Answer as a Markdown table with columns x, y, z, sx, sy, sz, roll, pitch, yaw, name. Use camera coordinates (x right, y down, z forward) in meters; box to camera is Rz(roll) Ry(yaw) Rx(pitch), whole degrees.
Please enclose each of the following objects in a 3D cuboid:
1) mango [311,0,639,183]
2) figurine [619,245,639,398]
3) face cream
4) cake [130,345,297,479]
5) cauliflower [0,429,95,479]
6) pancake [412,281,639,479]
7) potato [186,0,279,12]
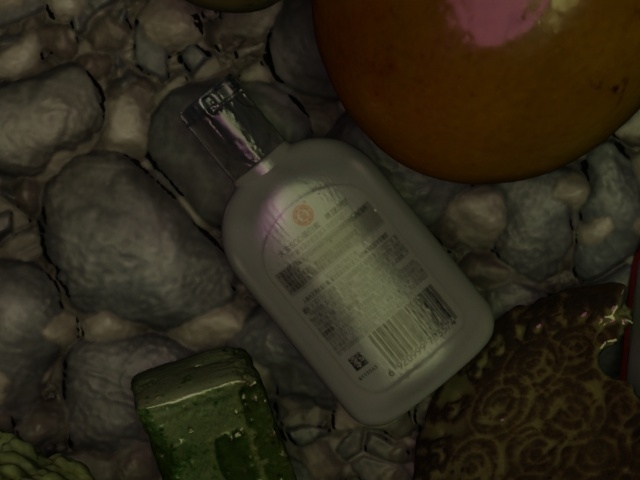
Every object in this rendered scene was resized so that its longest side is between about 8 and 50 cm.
| x | y | z | sx | sy | sz | roll | pitch | yaw | name |
| --- | --- | --- | --- | --- | --- | --- | --- | --- | --- |
| 0.146 | -0.260 | 1.251 | 0.232 | 0.300 | 0.445 | 3 | 107 | -50 | mango |
| 0.376 | 0.098 | 1.361 | 0.226 | 0.160 | 0.183 | 17 | 70 | -22 | figurine |
| 0.000 | 0.000 | 1.346 | 0.144 | 0.071 | 0.291 | -41 | 95 | -3 | face cream |
| -0.064 | 0.204 | 1.328 | 0.100 | 0.099 | 0.235 | -19 | 93 | -4 | cake |
| -0.276 | 0.274 | 1.228 | 0.260 | 0.327 | 0.281 | 23 | 116 | -11 | cauliflower |
| 0.189 | 0.155 | 1.282 | 0.033 | 0.288 | 0.286 | 47 | 53 | -39 | pancake |
| -0.077 | -0.299 | 1.298 | 0.165 | 0.165 | 0.262 | -4 | 80 | -6 | potato |
